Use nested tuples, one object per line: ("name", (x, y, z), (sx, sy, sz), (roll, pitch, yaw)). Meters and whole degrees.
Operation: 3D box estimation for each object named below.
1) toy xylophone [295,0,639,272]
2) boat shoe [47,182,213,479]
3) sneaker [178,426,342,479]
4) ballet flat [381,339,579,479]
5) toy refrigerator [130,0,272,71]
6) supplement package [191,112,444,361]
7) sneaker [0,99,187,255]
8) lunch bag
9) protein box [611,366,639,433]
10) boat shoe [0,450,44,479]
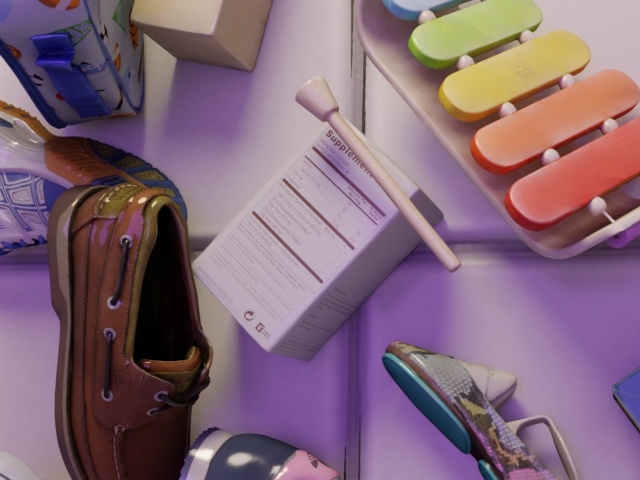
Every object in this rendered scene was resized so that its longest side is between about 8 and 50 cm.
("toy xylophone", (0.133, -0.103, 0.823), (0.323, 0.081, 0.236), (46, 54, 13))
("boat shoe", (-0.147, 0.107, 0.853), (0.104, 0.111, 0.307), (4, 110, 33))
("sneaker", (-0.063, 0.318, 0.842), (0.131, 0.112, 0.319), (5, 83, 20))
("ballet flat", (0.142, 0.154, 0.832), (0.079, 0.077, 0.221), (-34, 67, -11))
("toy refrigerator", (-0.085, -0.304, 0.963), (0.094, 0.102, 0.269), (14, 85, 19))
("supplement package", (0.000, 0.000, 0.882), (0.179, 0.105, 0.105), (-47, 69, 4))
("sneaker", (-0.258, -0.036, 0.982), (0.296, 0.112, 0.131), (25, 106, 21))
("lunch bag", (-0.224, -0.231, 0.885), (0.115, 0.303, 0.243), (-6, 77, 0))
("protein box", (0.346, 0.130, 0.738), (0.201, 0.136, 0.200), (-37, 73, 8))
("boat shoe", (-0.219, 0.277, 0.878), (0.226, 0.076, 0.083), (39, 128, -2))
